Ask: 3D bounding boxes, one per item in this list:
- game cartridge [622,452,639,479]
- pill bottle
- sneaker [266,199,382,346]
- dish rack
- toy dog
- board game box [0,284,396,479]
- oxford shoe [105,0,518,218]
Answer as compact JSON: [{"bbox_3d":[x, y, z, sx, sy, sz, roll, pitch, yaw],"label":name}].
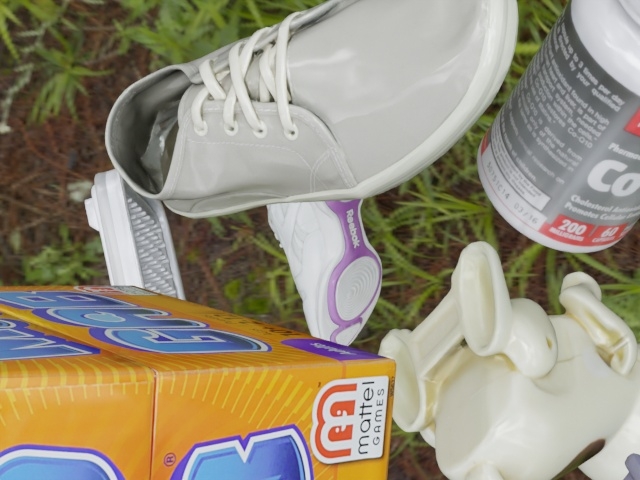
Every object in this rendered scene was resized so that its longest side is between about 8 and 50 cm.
[{"bbox_3d":[0.287,0.088,0.684,0.068,0.230,0.355,36,99,-2],"label":"game cartridge"},{"bbox_3d":[0.260,-0.131,1.054,0.161,0.161,0.283,43,140,13],"label":"pill bottle"},{"bbox_3d":[0.000,0.000,1.708,0.152,0.114,0.305,8,106,49],"label":"sneaker"},{"bbox_3d":[-0.245,0.071,1.719,0.072,0.285,0.333,-15,75,4],"label":"dish rack"},{"bbox_3d":[0.346,0.216,1.678,0.284,0.408,0.395,-59,33,31],"label":"toy dog"},{"bbox_3d":[-0.207,0.228,0.830,0.356,0.356,0.356,10,97,53],"label":"board game box"},{"bbox_3d":[-0.030,-0.115,1.027,0.449,0.130,0.169,-15,64,45],"label":"oxford shoe"}]
